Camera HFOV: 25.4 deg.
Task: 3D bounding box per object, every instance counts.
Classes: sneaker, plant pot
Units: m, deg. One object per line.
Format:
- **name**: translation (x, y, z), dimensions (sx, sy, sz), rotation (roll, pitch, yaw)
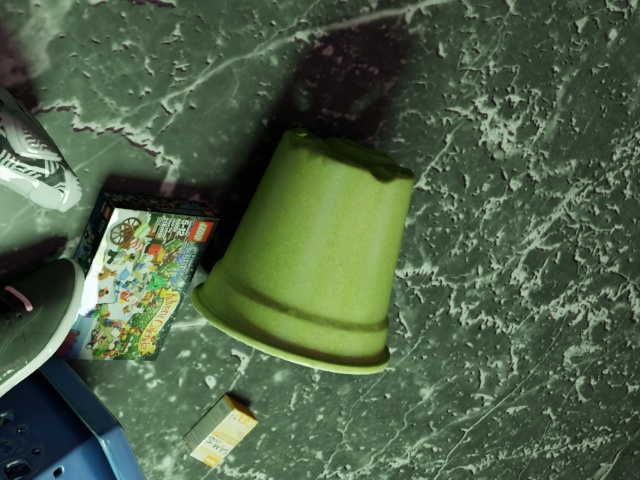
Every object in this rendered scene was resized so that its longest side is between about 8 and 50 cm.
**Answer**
- **sneaker**: translation (-0.411, 0.106, 1.692), dimensions (0.296, 0.104, 0.147), rotation (-46, 141, -16)
- **sneaker**: translation (-0.435, -0.100, 1.518), dimensions (0.210, 0.137, 0.366), rotation (-44, 133, 3)
- **plant pot**: translation (-0.363, 0.292, 1.822), dimensions (0.212, 0.236, 0.236), rotation (-34, 138, -19)
- **plant pot**: translation (0.000, 0.000, 1.848), dimensions (0.276, 0.276, 0.254), rotation (9, 106, -40)

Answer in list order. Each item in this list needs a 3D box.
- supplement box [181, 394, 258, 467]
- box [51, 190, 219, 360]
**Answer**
- **supplement box**: translation (-0.150, 0.284, 2.107), dimensions (0.098, 0.036, 0.062), rotation (-46, 137, 5)
- **box**: translation (-0.247, 0.051, 1.840), dimensions (0.159, 0.044, 0.233), rotation (6, 120, -39)
